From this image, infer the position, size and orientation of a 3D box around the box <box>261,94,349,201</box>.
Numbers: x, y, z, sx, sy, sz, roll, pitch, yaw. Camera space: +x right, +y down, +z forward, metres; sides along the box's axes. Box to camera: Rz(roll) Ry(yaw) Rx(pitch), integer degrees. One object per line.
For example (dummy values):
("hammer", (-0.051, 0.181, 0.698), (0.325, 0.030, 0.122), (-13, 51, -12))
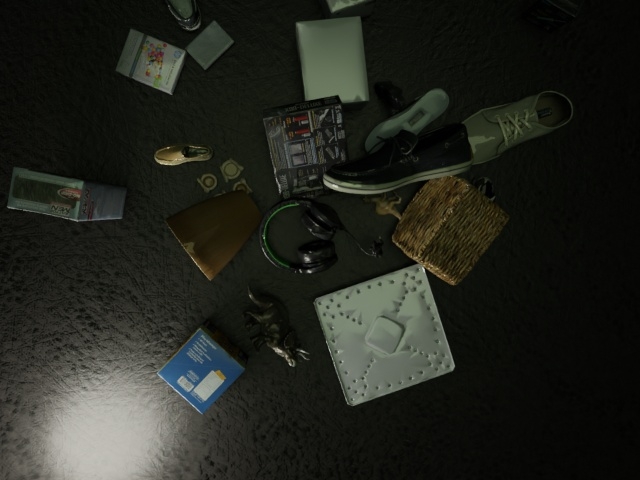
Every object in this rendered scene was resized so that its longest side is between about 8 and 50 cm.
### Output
("box", (-0.036, -0.279, 1.657), (0.242, 0.076, 0.307), (-12, 126, -2))

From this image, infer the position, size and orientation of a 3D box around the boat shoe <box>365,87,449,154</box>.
("boat shoe", (0.276, -0.389, 1.725), (0.306, 0.105, 0.113), (-41, 101, 14))

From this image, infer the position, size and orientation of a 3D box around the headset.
("headset", (0.000, 0.000, 1.680), (0.394, 0.185, 0.243), (7, 106, -1))

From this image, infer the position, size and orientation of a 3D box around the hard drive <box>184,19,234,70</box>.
("hard drive", (-0.360, -0.633, 1.713), (0.135, 0.022, 0.094), (-44, 95, 0))

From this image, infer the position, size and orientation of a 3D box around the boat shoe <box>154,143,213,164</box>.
("boat shoe", (-0.447, -0.286, 1.706), (0.190, 0.072, 0.068), (-9, 95, -3))

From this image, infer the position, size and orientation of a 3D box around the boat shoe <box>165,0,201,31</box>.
("boat shoe", (-0.464, -0.818, 1.659), (0.114, 0.091, 0.303), (-30, 95, -1))

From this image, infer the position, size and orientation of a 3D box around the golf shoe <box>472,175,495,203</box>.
("golf shoe", (0.542, -0.116, 1.768), (0.077, 0.094, 0.198), (-3, 96, -4))

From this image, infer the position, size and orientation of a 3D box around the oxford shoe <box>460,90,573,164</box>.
("oxford shoe", (0.625, -0.378, 1.738), (0.449, 0.130, 0.169), (-21, 97, 0))

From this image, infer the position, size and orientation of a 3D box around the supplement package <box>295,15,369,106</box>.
("supplement package", (0.035, -0.552, 1.681), (0.204, 0.145, 0.262), (-7, 95, -3))

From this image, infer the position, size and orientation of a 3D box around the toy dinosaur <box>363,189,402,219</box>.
("toy dinosaur", (0.232, -0.121, 1.779), (0.183, 0.053, 0.093), (30, 109, -10))

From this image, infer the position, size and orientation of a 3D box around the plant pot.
("plant pot", (-0.316, -0.042, 1.667), (0.254, 0.237, 0.237), (-36, 95, -10))

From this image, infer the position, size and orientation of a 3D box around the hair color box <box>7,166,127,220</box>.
("hair color box", (-0.723, -0.131, 1.549), (0.185, 0.374, 0.114), (11, 93, -4))

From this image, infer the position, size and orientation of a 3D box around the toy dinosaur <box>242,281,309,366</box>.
("toy dinosaur", (-0.166, 0.276, 1.757), (0.160, 0.121, 0.314), (-20, 90, -14))

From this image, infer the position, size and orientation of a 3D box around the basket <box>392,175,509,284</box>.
("basket", (0.410, -0.045, 1.720), (0.223, 0.213, 0.299), (30, 98, -30))

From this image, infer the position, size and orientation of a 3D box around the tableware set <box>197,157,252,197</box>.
("tableware set", (-0.315, -0.180, 1.748), (0.168, 0.020, 0.141), (-33, 95, 0))

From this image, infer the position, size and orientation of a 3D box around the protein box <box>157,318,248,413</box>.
("protein box", (-0.379, 0.408, 1.726), (0.200, 0.136, 0.201), (44, 91, -5))

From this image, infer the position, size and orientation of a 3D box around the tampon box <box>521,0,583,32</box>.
("tampon box", (0.754, -0.766, 1.701), (0.120, 0.161, 0.101), (26, 92, -6))

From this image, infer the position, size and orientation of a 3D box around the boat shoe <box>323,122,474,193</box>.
("boat shoe", (0.240, -0.257, 1.613), (0.500, 0.187, 0.156), (-14, 118, -14))

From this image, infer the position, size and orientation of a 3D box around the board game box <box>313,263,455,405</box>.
("board game box", (0.218, 0.318, 1.799), (0.389, 0.050, 0.390), (-19, 94, -2))

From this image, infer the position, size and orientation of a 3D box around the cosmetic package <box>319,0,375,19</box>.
("cosmetic package", (0.071, -0.802, 1.662), (0.151, 0.151, 0.184), (-19, 94, -1))

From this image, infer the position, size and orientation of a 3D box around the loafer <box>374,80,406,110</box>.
("loafer", (0.238, -0.475, 1.699), (0.061, 0.170, 0.062), (-24, 137, -9))

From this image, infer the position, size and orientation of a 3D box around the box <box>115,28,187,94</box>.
("box", (-0.544, -0.575, 1.699), (0.186, 0.038, 0.145), (22, 93, -6))
